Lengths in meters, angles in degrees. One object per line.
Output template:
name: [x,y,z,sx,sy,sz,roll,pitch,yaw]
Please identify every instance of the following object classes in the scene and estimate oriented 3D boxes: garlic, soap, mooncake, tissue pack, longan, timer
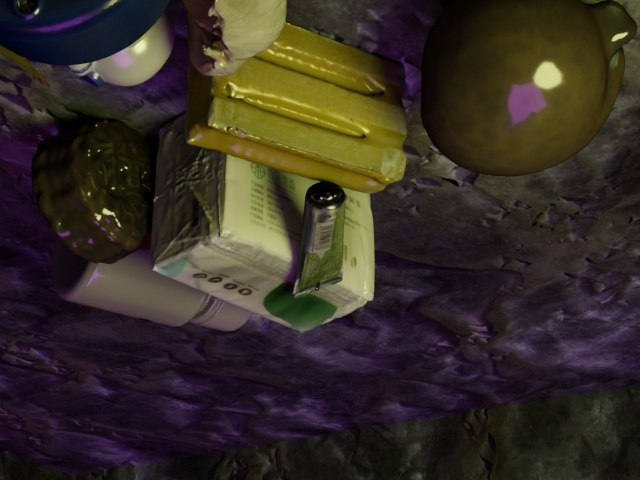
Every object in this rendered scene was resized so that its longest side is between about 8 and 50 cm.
garlic: [-0.099,-0.302,1.249,0.142,0.178,0.229,-9,140,-21]
soap: [-0.029,-0.189,1.450,0.315,0.199,0.091,14,157,-31]
mooncake: [-0.332,-0.080,1.627,0.124,0.228,0.228,-24,146,24]
tissue pack: [-0.085,-0.034,1.674,0.194,0.266,0.356,-23,146,36]
longan: [0.264,-0.217,1.357,0.300,0.243,0.300,-22,165,-6]
timer: [-0.269,-0.291,1.220,0.270,0.270,0.383,-3,167,3]

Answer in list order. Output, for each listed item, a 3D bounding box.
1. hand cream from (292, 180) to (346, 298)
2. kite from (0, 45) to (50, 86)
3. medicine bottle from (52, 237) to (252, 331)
hand cream: [0.000,0.000,1.518,0.086,0.055,0.235,-18,144,-17]
kite: [-0.456,-0.300,1.205,0.377,0.013,0.327,38,-178,-8]
medicine bottle: [-0.287,0.044,1.883,0.339,0.208,0.208,19,147,-34]
